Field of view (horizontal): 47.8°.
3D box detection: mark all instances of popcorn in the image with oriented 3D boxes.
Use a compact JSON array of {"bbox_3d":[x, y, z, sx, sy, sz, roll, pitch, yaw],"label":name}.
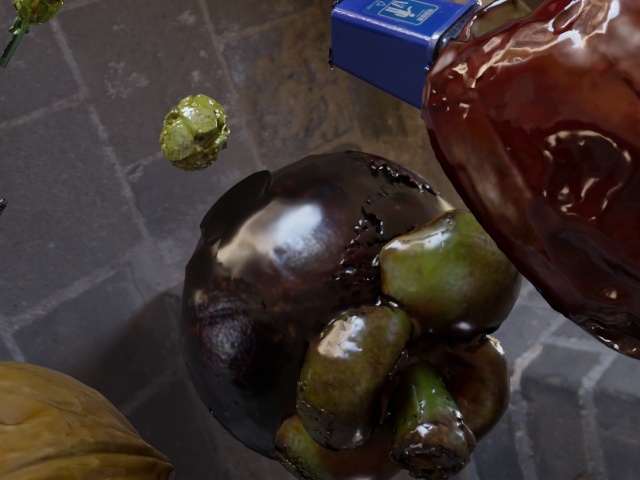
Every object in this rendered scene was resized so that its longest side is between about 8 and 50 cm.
[{"bbox_3d":[-0.191,-0.165,1.130,0.121,0.106,0.116,-58,161,-22],"label":"popcorn"}]

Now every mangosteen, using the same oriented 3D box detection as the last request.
[{"bbox_3d":[0.023,0.079,0.825,0.380,0.421,0.381,-1,92,-16],"label":"mangosteen"}]

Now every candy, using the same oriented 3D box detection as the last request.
[{"bbox_3d":[-0.548,-0.387,1.319,0.073,0.262,0.077,42,49,-18],"label":"candy"}]

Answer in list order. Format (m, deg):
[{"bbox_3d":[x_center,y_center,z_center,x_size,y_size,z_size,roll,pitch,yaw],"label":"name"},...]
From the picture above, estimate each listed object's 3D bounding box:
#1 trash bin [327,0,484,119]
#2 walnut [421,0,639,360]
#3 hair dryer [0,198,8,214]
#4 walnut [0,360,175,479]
[{"bbox_3d":[0.139,-0.308,1.170,0.162,0.234,0.184,-47,152,-34],"label":"trash bin"},{"bbox_3d":[0.207,-0.059,0.399,0.269,0.222,0.244,45,36,2],"label":"walnut"},{"bbox_3d":[-0.600,-0.030,1.307,0.031,0.079,0.083,34,35,-32],"label":"hair dryer"},{"bbox_3d":[-0.298,0.282,0.570,0.397,0.308,0.354,-31,71,-23],"label":"walnut"}]
